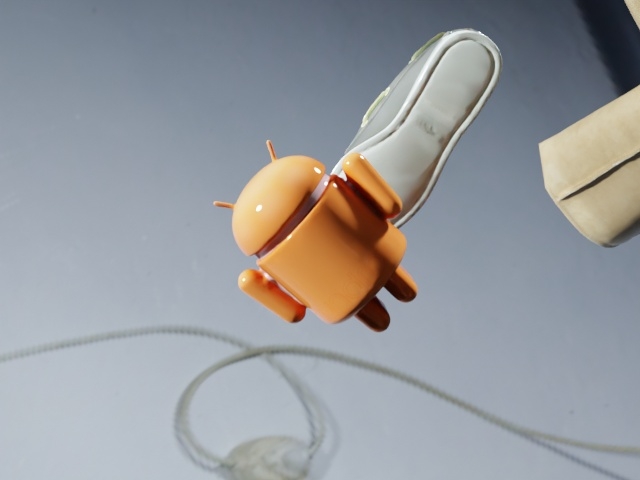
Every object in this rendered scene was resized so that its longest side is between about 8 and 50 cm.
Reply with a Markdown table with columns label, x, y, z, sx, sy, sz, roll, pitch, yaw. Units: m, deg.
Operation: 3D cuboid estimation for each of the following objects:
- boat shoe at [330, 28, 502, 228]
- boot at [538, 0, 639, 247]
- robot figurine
| label | x | y | z | sx | sy | sz | roll | pitch | yaw |
| --- | --- | --- | --- | --- | --- | --- | --- | --- | --- |
| boat shoe | 0.097 | -0.116 | 1.580 | 0.109 | 0.091 | 0.305 | 34 | 102 | -13 |
| boot | 0.287 | -0.129 | 1.268 | 0.089 | 0.269 | 0.236 | -37 | 90 | -34 |
| robot figurine | 0.001 | -0.002 | 1.404 | 0.219 | 0.158 | 0.128 | 40 | 45 | -9 |
